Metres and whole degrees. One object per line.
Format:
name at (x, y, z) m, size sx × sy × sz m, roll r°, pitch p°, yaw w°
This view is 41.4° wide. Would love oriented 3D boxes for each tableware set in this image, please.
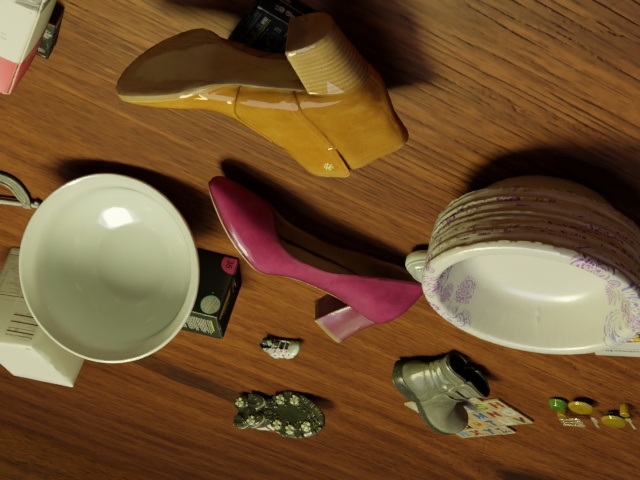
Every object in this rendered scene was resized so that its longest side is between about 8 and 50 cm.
tableware set at (0.525, 0.330, 1.637) m, size 0.154 × 0.024 × 0.104 m, roll -6°, pitch 141°, yaw 36°

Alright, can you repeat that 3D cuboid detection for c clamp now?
c clamp at (-0.566, -0.079, 1.493) m, size 0.160 × 0.022 × 0.137 m, roll 10°, pitch 150°, yaw 11°

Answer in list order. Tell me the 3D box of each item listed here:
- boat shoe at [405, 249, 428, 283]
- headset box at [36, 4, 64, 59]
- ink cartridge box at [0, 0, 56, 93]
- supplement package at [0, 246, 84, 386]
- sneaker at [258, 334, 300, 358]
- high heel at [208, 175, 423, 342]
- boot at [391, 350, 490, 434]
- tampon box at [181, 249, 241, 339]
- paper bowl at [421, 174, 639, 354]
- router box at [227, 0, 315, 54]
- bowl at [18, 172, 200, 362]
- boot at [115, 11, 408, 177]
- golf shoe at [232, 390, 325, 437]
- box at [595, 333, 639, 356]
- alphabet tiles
boat shoe at (0.234, 0.084, 1.300) m, size 0.227 × 0.081 × 0.079 m, roll 21°, pitch 151°, yaw -9°
headset box at (-0.356, -0.270, 1.046) m, size 0.062 × 0.032 × 0.083 m, roll 24°, pitch 149°, yaw -14°
ink cartridge box at (-0.362, -0.311, 0.863) m, size 0.207 × 0.117 × 0.283 m, roll 27°, pitch 141°, yaw -18°
supplement package at (-0.562, 0.155, 1.709) m, size 0.149 × 0.203 × 0.194 m, roll 7°, pitch 149°, yaw 16°
sneaker at (-0.091, 0.215, 1.737) m, size 0.069 × 0.038 × 0.098 m, roll 33°, pitch 147°, yaw -28°
high heel at (0.000, 0.000, 1.298) m, size 0.181 × 0.127 × 0.377 m, roll -32°, pitch 126°, yaw 18°
boot at (0.265, 0.308, 1.665) m, size 0.161 × 0.083 × 0.246 m, roll -13°, pitch 135°, yaw 40°
tampon box at (-0.236, 0.087, 1.508) m, size 0.161 × 0.120 × 0.101 m, roll 13°, pitch 152°, yaw 7°
paper bowl at (0.283, 0.024, 1.106) m, size 0.284 × 0.148 × 0.284 m, roll 12°, pitch 151°, yaw 7°
router box at (-0.050, -0.223, 0.963) m, size 0.092 × 0.038 × 0.122 m, roll 28°, pitch 149°, yaw -18°
bowl at (-0.323, 0.041, 1.377) m, size 0.297 × 0.298 × 0.134 m, roll 13°, pitch -176°, yaw 7°
boot at (-0.064, -0.142, 0.963) m, size 0.295 × 0.104 × 0.211 m, roll -5°, pitch 145°, yaw 26°
golf shoe at (-0.084, 0.422, 2.052) m, size 0.272 × 0.105 × 0.120 m, roll -1°, pitch 163°, yaw 39°
box at (0.474, 0.120, 1.285) m, size 0.145 × 0.038 × 0.186 m, roll -1°, pitch 147°, yaw 29°
alphabet tiles at (0.331, 0.381, 1.835) m, size 0.198 × 0.009 × 0.237 m, roll 34°, pitch 147°, yaw -27°
